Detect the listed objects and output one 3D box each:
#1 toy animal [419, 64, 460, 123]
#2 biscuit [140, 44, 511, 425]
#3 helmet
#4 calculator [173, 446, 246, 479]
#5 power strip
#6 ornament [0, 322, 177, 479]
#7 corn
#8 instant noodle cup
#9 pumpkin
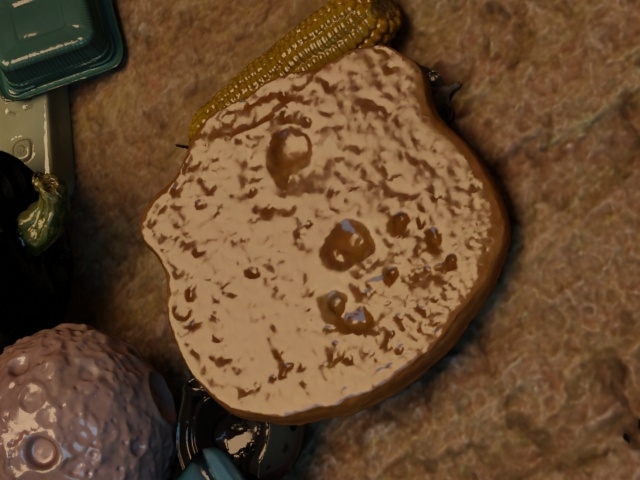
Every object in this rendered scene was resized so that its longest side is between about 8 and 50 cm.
[{"bbox_3d":[0.128,-0.161,1.600,0.050,0.028,0.084,-30,66,34],"label":"toy animal"},{"bbox_3d":[0.001,0.000,1.581,0.385,0.062,0.365,-31,73,10],"label":"biscuit"},{"bbox_3d":[-0.079,0.210,1.672,0.177,0.107,0.153,-47,64,48],"label":"helmet"},{"bbox_3d":[-0.127,0.348,1.658,0.173,0.051,0.293,58,142,17],"label":"calculator"},{"bbox_3d":[-0.394,-0.217,2.007,0.091,0.062,0.385,-11,76,21],"label":"power strip"},{"bbox_3d":[-0.284,0.225,1.742,0.225,0.259,0.259,-23,68,12],"label":"ornament"},{"bbox_3d":[-0.035,-0.180,1.690,0.305,0.106,0.106,-41,60,26],"label":"corn"},{"bbox_3d":[-0.360,-0.280,1.943,0.179,0.070,0.157,-18,74,7],"label":"instant noodle cup"},{"bbox_3d":[-0.408,0.013,1.825,0.296,0.296,0.296,-7,80,39],"label":"pumpkin"}]
